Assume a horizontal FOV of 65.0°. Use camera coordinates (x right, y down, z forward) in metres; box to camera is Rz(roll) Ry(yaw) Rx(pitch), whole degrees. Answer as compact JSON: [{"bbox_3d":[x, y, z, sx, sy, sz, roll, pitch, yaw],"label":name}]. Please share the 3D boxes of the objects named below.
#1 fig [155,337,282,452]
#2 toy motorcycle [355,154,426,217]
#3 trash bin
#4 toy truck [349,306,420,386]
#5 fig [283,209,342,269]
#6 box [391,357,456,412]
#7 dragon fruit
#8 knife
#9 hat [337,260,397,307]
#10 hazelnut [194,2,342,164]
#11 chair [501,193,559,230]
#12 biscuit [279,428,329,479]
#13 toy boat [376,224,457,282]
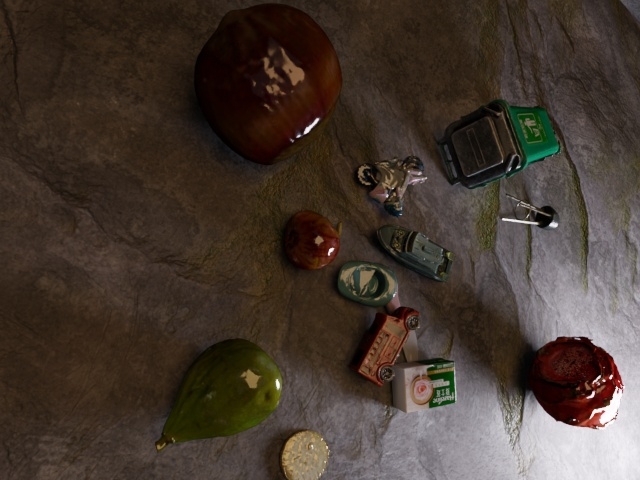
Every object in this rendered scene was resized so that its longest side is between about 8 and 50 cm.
[{"bbox_3d":[-0.256,0.366,1.241,0.314,0.233,0.233,-7,82,-22],"label":"fig"},{"bbox_3d":[0.249,-0.172,1.663,0.239,0.108,0.204,-15,80,-3],"label":"toy motorcycle"},{"bbox_3d":[0.652,-0.343,1.811,0.381,0.295,0.259,-14,85,-38],"label":"trash bin"},{"bbox_3d":[0.194,0.302,1.511,0.114,0.107,0.252,32,79,-9],"label":"toy truck"},{"bbox_3d":[-0.003,0.006,1.481,0.207,0.175,0.175,14,72,-43],"label":"fig"},{"bbox_3d":[0.323,0.448,1.570,0.199,0.081,0.135,-2,87,-23],"label":"box"},{"bbox_3d":[0.876,0.487,1.719,0.302,0.296,0.295,45,64,-14],"label":"dragon fruit"},{"bbox_3d":[0.260,0.268,1.618,0.081,0.043,0.335,-21,95,-32],"label":"knife"},{"bbox_3d":[0.139,0.129,1.556,0.191,0.078,0.138,16,85,-9],"label":"hat"},{"bbox_3d":[-0.138,-0.429,1.381,0.421,0.353,0.420,-18,131,-22],"label":"hazelnut"},{"bbox_3d":[0.802,-0.111,1.920,0.222,0.104,0.095,17,55,-19],"label":"chair"},{"bbox_3d":[-0.043,0.604,1.402,0.152,0.020,0.152,6,77,-25],"label":"biscuit"},{"bbox_3d":[0.306,0.032,1.632,0.296,0.122,0.114,28,69,-18],"label":"toy boat"}]
